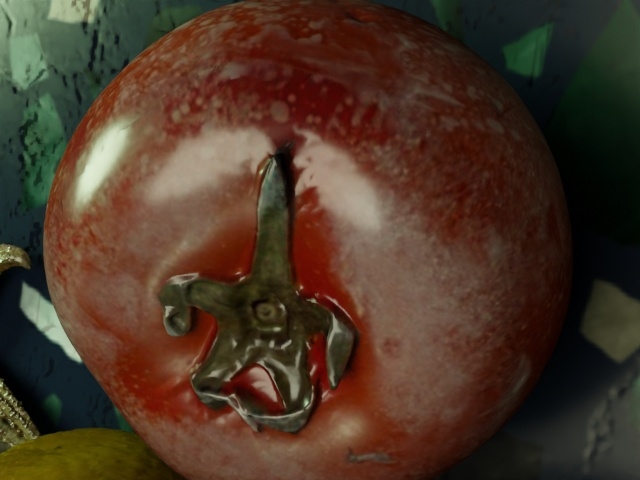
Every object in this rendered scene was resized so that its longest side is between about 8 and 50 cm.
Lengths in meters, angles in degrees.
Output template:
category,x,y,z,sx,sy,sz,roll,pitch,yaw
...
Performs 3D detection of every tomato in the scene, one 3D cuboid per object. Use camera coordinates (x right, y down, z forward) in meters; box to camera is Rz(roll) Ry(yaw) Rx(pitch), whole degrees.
category,x,y,z,sx,sy,sz,roll,pitch,yaw
tomato,0.000,0.000,0.810,0.270,0.227,0.270,7,115,15

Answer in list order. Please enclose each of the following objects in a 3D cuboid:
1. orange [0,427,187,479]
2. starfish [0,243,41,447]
category,x,y,z,sx,sy,sz,roll,pitch,yaw
orange,-0.135,0.227,0.905,0.236,0.236,0.236,2,94,30
starfish,-0.271,0.095,1.077,0.227,0.043,0.240,47,110,17
